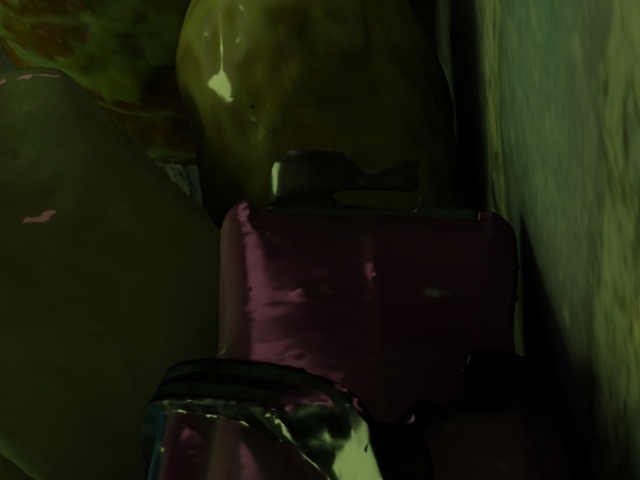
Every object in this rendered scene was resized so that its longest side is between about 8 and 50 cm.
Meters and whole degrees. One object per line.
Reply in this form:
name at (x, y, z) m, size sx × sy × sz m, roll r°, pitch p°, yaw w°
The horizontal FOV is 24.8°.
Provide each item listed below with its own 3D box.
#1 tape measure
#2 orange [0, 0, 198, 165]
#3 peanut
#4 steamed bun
tape measure at (0.015, 0.123, 0.453) m, size 0.231 × 0.149 × 0.245 m, roll -92°, pitch 4°, yaw -60°
orange at (-0.074, -0.202, 0.811) m, size 0.329 × 0.249 × 0.329 m, roll -6°, pitch -90°, yaw -86°
peanut at (0.000, 0.000, 0.675) m, size 0.305 × 0.147 × 0.147 m, roll 89°, pitch 177°, yaw -46°
steamed bun at (-0.142, 0.106, 0.644) m, size 0.276 × 0.203 × 0.289 m, roll 47°, pitch 146°, yaw 19°
